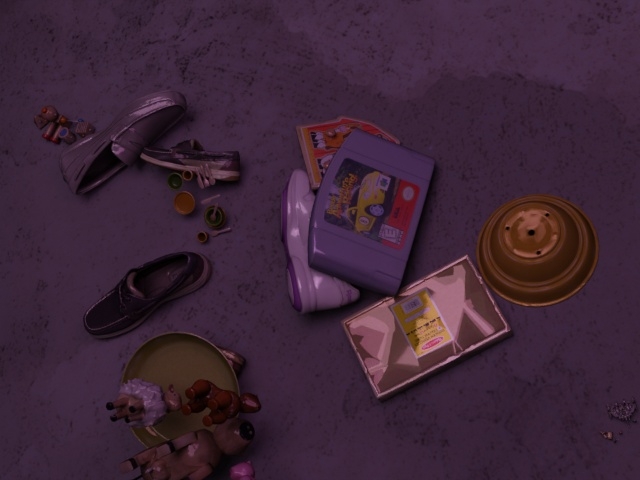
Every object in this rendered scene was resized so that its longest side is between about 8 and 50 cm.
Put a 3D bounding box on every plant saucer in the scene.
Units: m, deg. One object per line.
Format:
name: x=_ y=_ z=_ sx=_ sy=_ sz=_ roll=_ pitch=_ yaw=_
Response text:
plant saucer: x=-0.256 y=0.288 z=1.732 sx=0.241 sy=0.037 sz=0.240 roll=0 pitch=90 yaw=16

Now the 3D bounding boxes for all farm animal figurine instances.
farm animal figurine: x=-0.191 y=0.391 z=1.619 sx=0.327 sy=0.172 sz=0.330 roll=-8 pitch=94 yaw=29

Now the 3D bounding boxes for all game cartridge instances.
game cartridge: x=0.087 y=-0.061 z=1.720 sx=0.196 sy=0.060 sz=0.294 roll=19 pitch=66 yaw=-2

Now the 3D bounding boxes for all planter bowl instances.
planter bowl: x=0.376 y=0.000 z=1.637 sx=0.217 sy=0.090 sz=0.217 roll=-7 pitch=67 yaw=16

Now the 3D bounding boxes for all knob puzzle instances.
knob puzzle: x=0.061 y=-0.183 z=1.819 sx=0.213 sy=0.030 sz=0.213 roll=-1 pitch=51 yaw=1

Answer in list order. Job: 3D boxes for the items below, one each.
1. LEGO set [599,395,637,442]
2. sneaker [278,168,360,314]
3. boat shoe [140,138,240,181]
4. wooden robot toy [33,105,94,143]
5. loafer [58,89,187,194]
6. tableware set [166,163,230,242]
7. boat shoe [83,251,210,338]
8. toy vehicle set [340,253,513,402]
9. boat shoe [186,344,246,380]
LEGO set: x=0.489 y=0.288 z=1.517 sx=0.054 sy=0.023 sz=0.083 roll=11 pitch=73 yaw=23
sneaker: x=0.000 y=0.000 z=1.778 sx=0.152 sy=0.114 sz=0.305 roll=-5 pitch=63 yaw=-8
boat shoe: x=-0.266 y=-0.175 z=1.930 sx=0.224 sy=0.080 sz=0.073 roll=14 pitch=96 yaw=18
wooden robot toy: x=-0.599 y=-0.266 z=2.092 sx=0.173 sy=0.079 sz=0.076 roll=21 pitch=77 yaw=26
loafer: x=-0.415 y=-0.207 z=1.990 sx=0.319 sy=0.112 sz=0.111 roll=-32 pitch=60 yaw=14
tableware set: x=-0.252 y=-0.073 z=1.885 sx=0.104 sy=0.024 sz=0.154 roll=-18 pitch=92 yaw=17
boat shoe: x=-0.358 y=0.099 z=1.850 sx=0.285 sy=0.092 sz=0.102 roll=-27 pitch=63 yaw=7
toy vehicle set: x=0.187 y=0.157 z=1.669 sx=0.267 sy=0.035 sz=0.166 roll=-28 pitch=63 yaw=7
boat shoe: x=-0.231 y=0.222 z=1.772 sx=0.178 sy=0.064 sz=0.060 roll=16 pitch=73 yaw=22
